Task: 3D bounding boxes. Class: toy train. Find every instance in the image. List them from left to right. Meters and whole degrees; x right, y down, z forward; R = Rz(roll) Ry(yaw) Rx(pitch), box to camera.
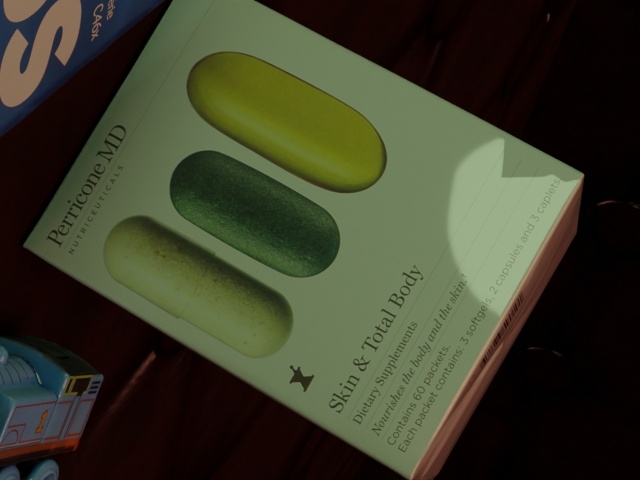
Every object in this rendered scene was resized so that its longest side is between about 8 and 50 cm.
[{"bbox_3d":[-0.195,0.108,0.818,0.184,0.080,0.105,17,94,-76],"label":"toy train"}]

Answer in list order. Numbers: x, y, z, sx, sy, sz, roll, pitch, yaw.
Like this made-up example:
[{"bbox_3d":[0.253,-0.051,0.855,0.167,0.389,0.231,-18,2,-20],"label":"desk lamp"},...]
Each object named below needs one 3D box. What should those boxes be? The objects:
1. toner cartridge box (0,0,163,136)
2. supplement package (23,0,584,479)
[{"bbox_3d":[-0.090,-0.206,0.487,0.165,0.075,0.348,-52,166,-41],"label":"toner cartridge box"},{"bbox_3d":[0.000,0.000,0.901,0.199,0.263,0.198,-60,168,-4],"label":"supplement package"}]
